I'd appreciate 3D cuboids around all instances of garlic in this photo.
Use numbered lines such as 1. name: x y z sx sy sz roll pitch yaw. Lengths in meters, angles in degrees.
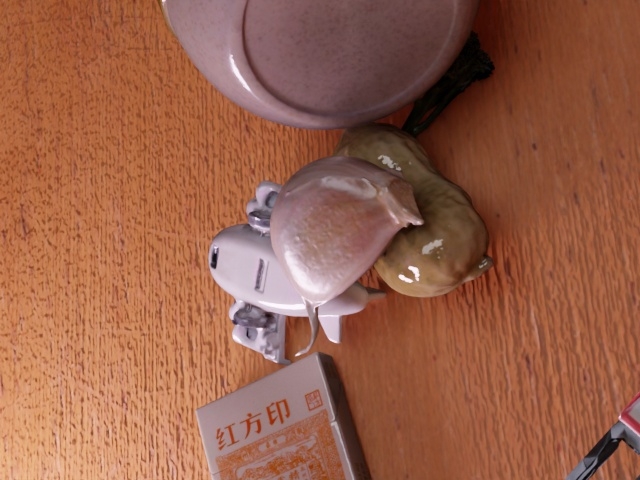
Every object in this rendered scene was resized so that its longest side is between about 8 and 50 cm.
1. garlic: -0.002 0.001 1.486 0.148 0.128 0.266 -102 32 -44

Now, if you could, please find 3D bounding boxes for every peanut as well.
1. peanut: 0.106 -0.028 1.539 0.143 0.159 0.291 -21 45 -17

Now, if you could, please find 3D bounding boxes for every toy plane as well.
1. toy plane: -0.042 0.043 1.625 0.252 0.118 0.252 4 97 35

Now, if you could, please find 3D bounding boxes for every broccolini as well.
1. broccolini: 0.145 -0.186 1.612 0.201 0.058 0.074 -50 51 8

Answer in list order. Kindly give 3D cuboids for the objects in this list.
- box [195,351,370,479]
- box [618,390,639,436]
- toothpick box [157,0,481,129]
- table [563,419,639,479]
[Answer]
1. box: -0.026 0.347 1.568 0.204 0.051 0.365 -27 64 22
2. box: 0.502 0.145 1.133 0.312 0.300 0.314 43 100 16
3. toothpick box: -0.015 -0.379 1.545 0.409 0.409 0.425 -40 38 15
4. table: 0.362 0.396 1.227 0.272 0.222 0.335 -50 58 10
